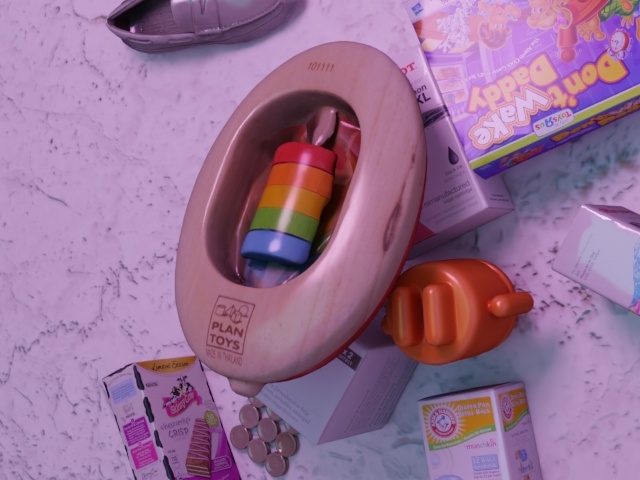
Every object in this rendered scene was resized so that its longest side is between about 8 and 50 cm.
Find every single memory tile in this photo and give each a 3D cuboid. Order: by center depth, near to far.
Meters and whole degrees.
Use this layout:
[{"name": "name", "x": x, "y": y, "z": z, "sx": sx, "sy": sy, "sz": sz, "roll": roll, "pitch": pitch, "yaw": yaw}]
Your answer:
[{"name": "memory tile", "x": -0.070, "y": 0.263, "z": 1.657, "sx": 0.113, "sy": 0.012, "sz": 0.148, "roll": 31, "pitch": 105, "yaw": 28}]

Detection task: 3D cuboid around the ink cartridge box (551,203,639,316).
[{"name": "ink cartridge box", "x": 0.393, "y": 0.041, "z": 1.286, "sx": 0.212, "sy": 0.154, "sz": 0.093, "roll": 29, "pitch": 104, "yaw": 29}]

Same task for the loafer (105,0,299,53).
[{"name": "loafer", "x": -0.177, "y": -0.343, "z": 1.669, "sx": 0.319, "sy": 0.111, "sz": 0.112, "roll": -11, "pitch": 84, "yaw": 31}]

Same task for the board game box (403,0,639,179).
[{"name": "board game box", "x": 0.304, "y": -0.252, "z": 1.347, "sx": 0.347, "sy": 0.078, "sz": 0.233, "roll": -25, "pitch": 77, "yaw": 16}]

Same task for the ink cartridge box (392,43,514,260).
[{"name": "ink cartridge box", "x": 0.124, "y": -0.114, "z": 1.487, "sx": 0.172, "sy": 0.100, "sz": 0.237, "roll": -28, "pitch": 76, "yaw": 28}]

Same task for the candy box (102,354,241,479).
[{"name": "candy box", "x": -0.213, "y": 0.292, "z": 1.660, "sx": 0.071, "sy": 0.159, "sz": 0.233, "roll": -28, "pitch": 76, "yaw": 27}]

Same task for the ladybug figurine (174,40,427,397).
[{"name": "ladybug figurine", "x": -0.013, "y": -0.021, "z": 1.360, "sx": 0.305, "sy": 0.162, "sz": 0.449, "roll": 12, "pitch": 73, "yaw": 34}]

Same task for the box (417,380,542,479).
[{"name": "box", "x": 0.208, "y": 0.288, "z": 1.429, "sx": 0.114, "sy": 0.103, "sz": 0.203, "roll": -13, "pitch": 83, "yaw": 31}]

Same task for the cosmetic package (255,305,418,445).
[{"name": "cosmetic package", "x": 0.019, "y": 0.160, "z": 1.501, "sx": 0.151, "sy": 0.184, "sz": 0.151, "roll": 34, "pitch": 107, "yaw": 28}]

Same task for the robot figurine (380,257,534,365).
[{"name": "robot figurine", "x": 0.163, "y": 0.085, "z": 1.391, "sx": 0.158, "sy": 0.219, "sz": 0.128, "roll": -48, "pitch": 68, "yaw": 24}]
